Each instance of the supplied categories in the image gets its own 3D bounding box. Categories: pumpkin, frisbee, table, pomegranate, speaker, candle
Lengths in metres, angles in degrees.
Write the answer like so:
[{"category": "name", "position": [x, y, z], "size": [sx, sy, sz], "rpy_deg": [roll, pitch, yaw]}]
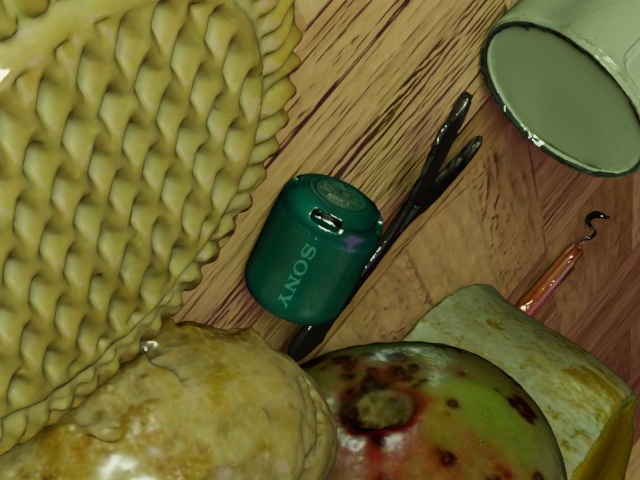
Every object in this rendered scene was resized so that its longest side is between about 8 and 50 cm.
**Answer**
[{"category": "pumpkin", "position": [0.141, 0.225, 1.170], "size": [0.332, 0.199, 0.332], "rpy_deg": [-46, 153, -32]}, {"category": "frisbee", "position": [0.058, -0.030, 0.842], "size": [0.211, 0.012, 0.187], "rpy_deg": [-46, 169, -35]}, {"category": "table", "position": [0.217, -0.155, 0.880], "size": [0.220, 0.126, 0.126], "rpy_deg": [-45, 158, -21]}, {"category": "pomegranate", "position": [0.071, 0.200, 0.931], "size": [0.242, 0.242, 0.306], "rpy_deg": [-49, 131, -10]}, {"category": "speaker", "position": [0.005, 0.002, 0.774], "size": [0.094, 0.060, 0.075], "rpy_deg": [-20, 143, -55]}, {"category": "candle", "position": [0.220, 0.038, 1.338], "size": [0.167, 0.021, 0.026], "rpy_deg": [-50, 139, -6]}]

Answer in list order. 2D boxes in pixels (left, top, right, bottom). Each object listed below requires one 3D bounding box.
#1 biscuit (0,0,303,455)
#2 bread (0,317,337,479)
[{"category": "biscuit", "position": [-0.103, -0.024, 0.483], "size": [0.259, 0.079, 0.259], "rpy_deg": [-43, 156, -25]}, {"category": "bread", "position": [-0.102, 0.127, 0.644], "size": [0.230, 0.123, 0.230], "rpy_deg": [-41, 166, -13]}]
